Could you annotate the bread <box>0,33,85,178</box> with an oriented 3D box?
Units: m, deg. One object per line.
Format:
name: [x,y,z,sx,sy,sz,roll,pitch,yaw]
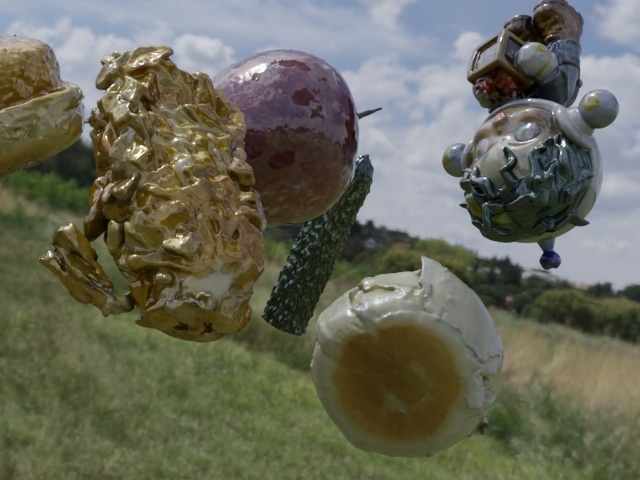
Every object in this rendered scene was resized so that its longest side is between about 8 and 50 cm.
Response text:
bread: [-0.341,-0.125,0.831,0.236,0.120,0.198,11,25,32]

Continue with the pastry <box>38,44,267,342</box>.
pastry: [-0.120,-0.033,0.670,0.154,0.250,0.102,17,-42,-32]

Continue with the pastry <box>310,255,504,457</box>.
pastry: [0.072,0.102,0.739,0.165,0.166,0.088,11,19,5]

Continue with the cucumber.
cucumber: [0.000,0.000,1.601,0.096,0.359,0.096,22,13,-5]

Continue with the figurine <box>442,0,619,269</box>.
figurine: [0.285,-0.158,1.186,0.186,0.382,0.261,20,-28,-21]

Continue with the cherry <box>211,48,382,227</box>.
cherry: [-0.057,-0.123,1.077,0.285,0.213,0.236,-22,-32,-11]
